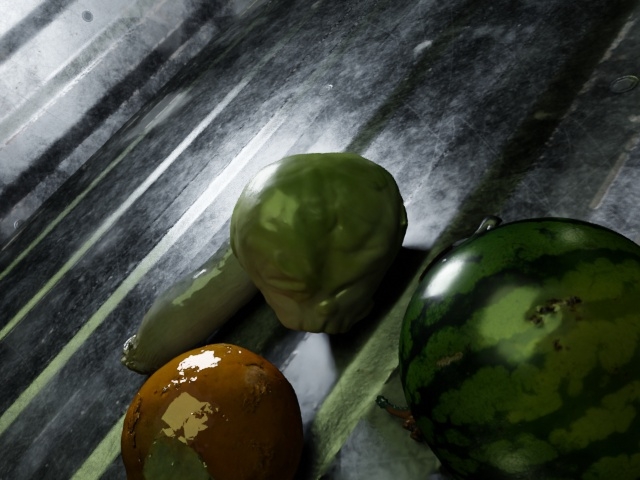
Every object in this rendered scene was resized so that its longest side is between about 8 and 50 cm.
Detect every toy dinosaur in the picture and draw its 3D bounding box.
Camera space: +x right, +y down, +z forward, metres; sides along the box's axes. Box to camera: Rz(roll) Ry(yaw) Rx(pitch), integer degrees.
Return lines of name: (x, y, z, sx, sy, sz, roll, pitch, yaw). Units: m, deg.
toy dinosaur: (0.134, 0.223, 0.676, 0.154, 0.049, 0.055, 7, 58, 38)

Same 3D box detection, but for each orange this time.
orange: (-0.139, 0.259, 0.714, 0.240, 0.240, 0.239, -23, 39, 20)

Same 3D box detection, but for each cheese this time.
cheese: (0.224, 0.021, 0.828, 0.162, 0.036, 0.086, -49, 35, -14)

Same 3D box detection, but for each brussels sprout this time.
brussels sprout: (-0.009, -0.010, 0.887, 0.316, 0.274, 0.242, -61, 2, -15)

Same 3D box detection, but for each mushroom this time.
mushroom: (-0.229, 0.112, 1.048, 0.397, 0.126, 0.177, -44, 16, -9)

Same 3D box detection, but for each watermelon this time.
watermelon: (0.218, 0.116, 0.524, 0.285, 0.285, 0.285, -23, 39, 20)
